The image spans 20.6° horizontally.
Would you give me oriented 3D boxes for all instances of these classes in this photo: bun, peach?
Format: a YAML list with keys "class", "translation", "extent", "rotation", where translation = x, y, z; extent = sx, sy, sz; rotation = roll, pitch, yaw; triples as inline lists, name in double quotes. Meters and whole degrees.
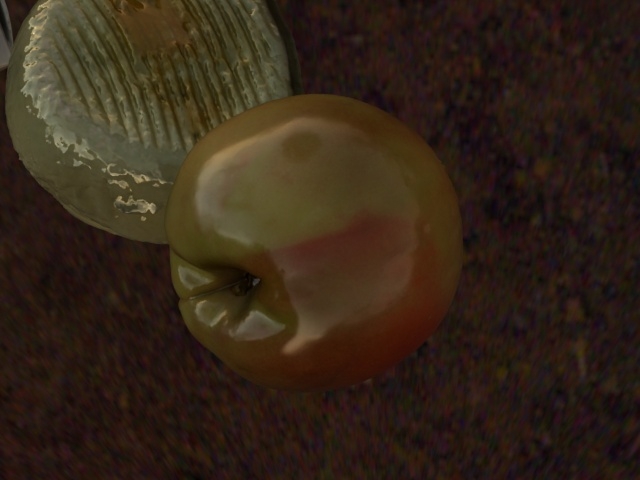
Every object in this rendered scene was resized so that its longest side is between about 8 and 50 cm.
- class: "bun"
  translation: [-0.118, -0.098, 1.341]
  extent: [0.244, 0.153, 0.244]
  rotation: [4, 59, -7]
- class: "peach"
  translation: [0.000, 0.000, 1.058]
  extent: [0.184, 0.184, 0.184]
  rotation: [-1, 73, 2]

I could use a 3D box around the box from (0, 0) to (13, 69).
- class: "box"
  translation: [-0.446, -0.167, 1.527]
  extent: [0.333, 0.173, 0.145]
  rotation: [-22, 97, -28]
